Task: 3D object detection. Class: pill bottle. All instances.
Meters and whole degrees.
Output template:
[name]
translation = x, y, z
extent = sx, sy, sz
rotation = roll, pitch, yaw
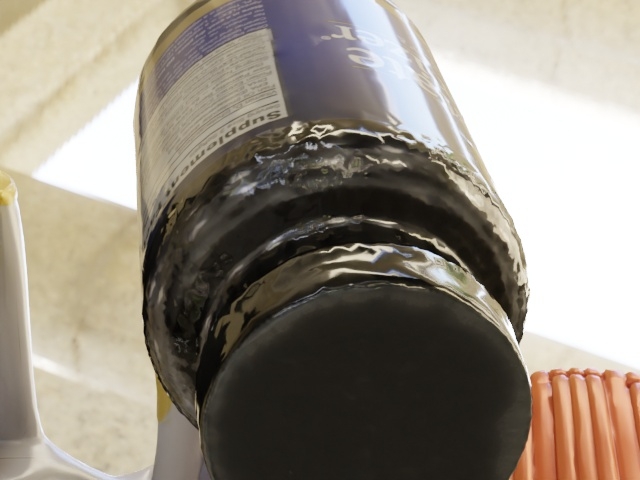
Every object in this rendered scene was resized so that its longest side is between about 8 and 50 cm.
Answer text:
[pill bottle]
translation = 0.000, 0.000, 0.529
extent = 0.219, 0.123, 0.122
rotation = -105, 19, -60

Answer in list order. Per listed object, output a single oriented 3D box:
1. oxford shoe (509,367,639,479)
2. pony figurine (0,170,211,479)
[oxford shoe]
translation = 0.168, 0.135, 0.721
extent = 0.130, 0.364, 0.132
rotation = -75, -31, -54
[pony figurine]
translation = -0.106, 0.167, 0.880
extent = 0.303, 0.351, 0.363
rotation = -103, 28, -64
